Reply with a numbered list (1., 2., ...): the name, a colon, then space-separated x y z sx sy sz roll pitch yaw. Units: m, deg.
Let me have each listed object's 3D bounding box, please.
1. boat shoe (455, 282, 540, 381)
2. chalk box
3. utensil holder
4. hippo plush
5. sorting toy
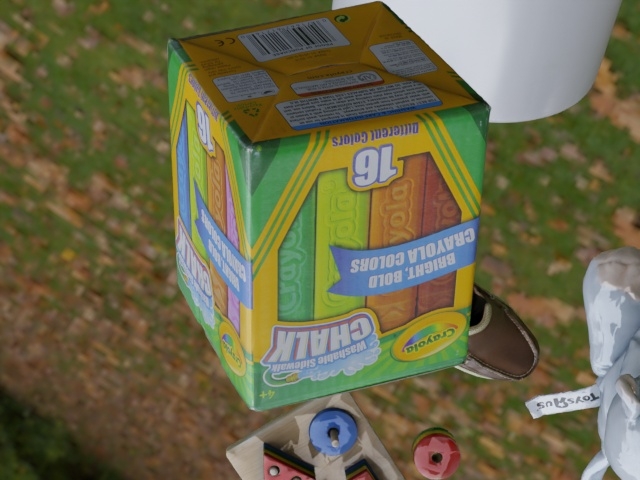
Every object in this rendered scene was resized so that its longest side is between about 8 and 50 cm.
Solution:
1. boat shoe: 0.157 0.089 1.694 0.257 0.095 0.095 34 178 -26
2. chalk box: 0.000 0.000 1.128 0.179 0.180 0.289 -126 29 -50
3. utensil holder: 0.180 -0.361 1.566 0.327 0.327 0.385 26 131 18
4. hippo plush: 0.312 0.122 1.384 0.234 0.294 0.236 64 -166 0
5. sorting toy: -0.009 0.230 1.454 0.132 0.274 0.046 58 -175 -15
